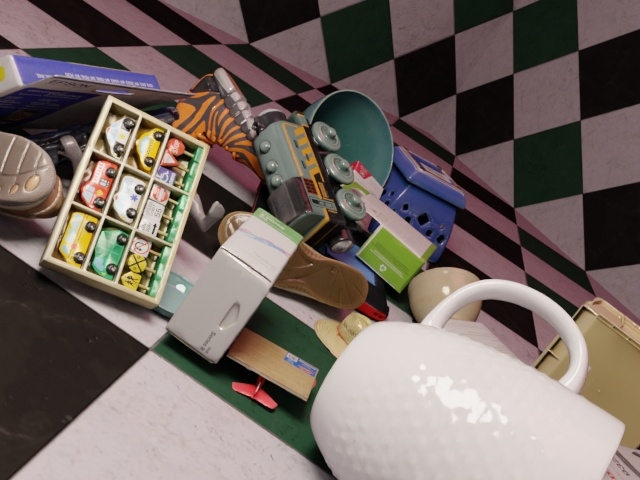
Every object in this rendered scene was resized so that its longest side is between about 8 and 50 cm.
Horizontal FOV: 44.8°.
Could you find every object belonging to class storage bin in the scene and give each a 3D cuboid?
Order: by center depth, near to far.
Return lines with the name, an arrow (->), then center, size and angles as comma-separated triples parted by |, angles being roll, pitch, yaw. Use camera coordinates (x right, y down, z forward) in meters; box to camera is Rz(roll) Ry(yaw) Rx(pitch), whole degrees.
storage bin -> 0.581, 0.297, 1.600 | 0.260, 0.262, 0.123 | 40, 22, 18

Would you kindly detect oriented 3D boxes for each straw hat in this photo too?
straw hat -> 0.064, 0.165, 1.380 | 0.144, 0.061, 0.144 | 29, 19, -11

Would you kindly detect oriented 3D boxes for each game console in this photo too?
game console -> 0.000, 0.000, 1.688 | 0.342, 0.060, 0.386 | 30, 19, -10

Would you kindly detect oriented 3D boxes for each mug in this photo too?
mug -> 0.192, 0.221, 0.996 | 0.328, 0.374, 0.276 | 31, -16, 20

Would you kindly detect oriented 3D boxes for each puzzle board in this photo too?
puzzle board -> -0.067, 0.178, 1.115 | 0.128, 0.011, 0.096 | 30, 18, 0

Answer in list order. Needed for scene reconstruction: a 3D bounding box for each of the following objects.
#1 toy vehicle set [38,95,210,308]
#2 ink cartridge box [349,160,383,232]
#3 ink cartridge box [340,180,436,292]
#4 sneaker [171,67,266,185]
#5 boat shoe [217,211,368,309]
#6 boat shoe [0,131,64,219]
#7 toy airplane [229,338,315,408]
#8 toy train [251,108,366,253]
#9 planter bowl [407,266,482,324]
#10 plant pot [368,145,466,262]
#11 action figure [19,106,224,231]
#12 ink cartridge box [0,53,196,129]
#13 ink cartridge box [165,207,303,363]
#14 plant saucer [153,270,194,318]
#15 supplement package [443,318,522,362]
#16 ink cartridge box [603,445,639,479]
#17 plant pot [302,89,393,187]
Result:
toy vehicle set -> -0.271, -0.055, 1.104 | 0.166, 0.035, 0.267 | 25, 63, -24
ink cartridge box -> 0.083, -0.102, 1.918 | 0.109, 0.063, 0.150 | 47, 49, -28
ink cartridge box -> 0.128, -0.017, 1.765 | 0.255, 0.097, 0.189 | 40, 17, 6
sneaker -> -0.214, -0.217, 1.733 | 0.321, 0.180, 0.124 | 59, 6, 23
boat shoe -> -0.058, 0.043, 1.438 | 0.302, 0.109, 0.098 | 26, -11, -16
boat shoe -> -0.497, -0.114, 1.095 | 0.324, 0.123, 0.116 | 31, -17, 18
toy airplane -> -0.079, 0.194, 1.119 | 0.151, 0.028, 0.151 | 24, 19, -9
toy train -> -0.032, -0.126, 1.565 | 0.190, 0.142, 0.334 | 12, 49, -44
planter bowl -> 0.267, 0.148, 1.646 | 0.162, 0.162, 0.109 | 25, 46, -24
plant pot -> 0.252, -0.113, 2.146 | 0.236, 0.212, 0.236 | 24, 20, -25
action figure -> -0.362, -0.096, 1.267 | 0.341, 0.179, 0.330 | -15, 38, -27
ink cartridge box -> -0.417, -0.242, 1.258 | 0.303, 0.307, 0.072 | -8, 87, -59
ink cartridge box -> -0.118, 0.059, 1.123 | 0.093, 0.154, 0.212 | 35, 20, -3
plant saucer -> -0.225, 0.084, 1.161 | 0.119, 0.021, 0.119 | 31, 19, -12
supplement package -> 0.263, 0.285, 1.230 | 0.177, 0.175, 0.293 | 13, 27, -50
ink cartridge box -> 0.518, 0.459, 1.296 | 0.307, 0.129, 0.223 | 20, 23, -35
plant pot -> 0.023, -0.240, 2.057 | 0.290, 0.290, 0.195 | 20, -11, -36
